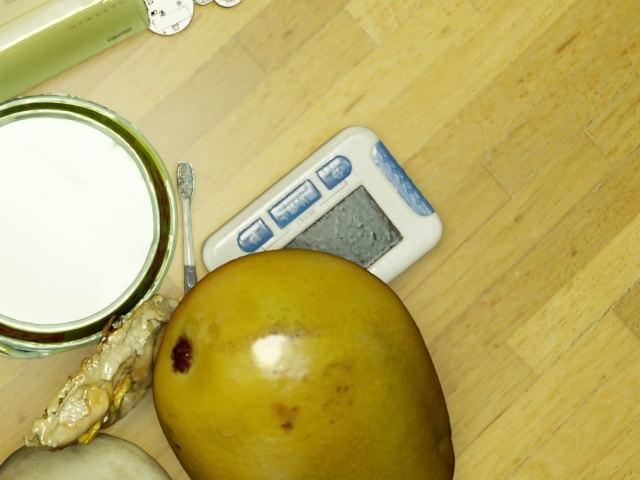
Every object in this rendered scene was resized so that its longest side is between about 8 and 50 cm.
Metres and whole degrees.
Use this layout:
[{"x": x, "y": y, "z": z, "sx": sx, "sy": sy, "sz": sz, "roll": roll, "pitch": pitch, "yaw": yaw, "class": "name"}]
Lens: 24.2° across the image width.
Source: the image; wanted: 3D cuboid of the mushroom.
[{"x": -0.258, "y": 0.332, "z": 1.653, "sx": 0.255, "sy": 0.255, "sz": 0.184, "roll": 46, "pitch": 117, "yaw": -7, "class": "mushroom"}]

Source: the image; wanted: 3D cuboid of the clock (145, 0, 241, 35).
[{"x": -0.154, "y": -0.292, "z": 1.747, "sx": 0.129, "sy": 0.041, "sz": 0.087, "roll": -18, "pitch": 97, "yaw": -5, "class": "clock"}]

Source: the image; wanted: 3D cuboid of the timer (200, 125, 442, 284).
[{"x": 0.000, "y": 0.000, "z": 1.757, "sx": 0.253, "sy": 0.078, "sz": 0.178, "roll": -38, "pitch": 99, "yaw": -5, "class": "timer"}]

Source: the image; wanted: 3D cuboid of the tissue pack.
[{"x": -0.327, "y": -0.267, "z": 1.658, "sx": 0.234, "sy": 0.125, "sz": 0.159, "roll": -30, "pitch": 72, "yaw": -8, "class": "tissue pack"}]

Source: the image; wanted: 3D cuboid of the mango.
[{"x": -0.004, "y": 0.193, "z": 1.641, "sx": 0.300, "sy": 0.232, "sz": 0.445, "roll": -36, "pitch": 132, "yaw": 1, "class": "mango"}]

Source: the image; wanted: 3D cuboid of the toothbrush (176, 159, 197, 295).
[{"x": -0.151, "y": 0.050, "z": 1.743, "sx": 0.024, "sy": 0.026, "sz": 0.288, "roll": -2, "pitch": 97, "yaw": -5, "class": "toothbrush"}]

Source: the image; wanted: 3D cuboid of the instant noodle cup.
[{"x": -0.299, "y": -0.017, "z": 1.632, "sx": 0.311, "sy": 0.221, "sz": 0.311, "roll": 0, "pitch": 90, "yaw": -9, "class": "instant noodle cup"}]

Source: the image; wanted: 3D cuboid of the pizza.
[{"x": -0.225, "y": 0.149, "z": 1.595, "sx": 0.071, "sy": 0.297, "sz": 0.189, "roll": 41, "pitch": 102, "yaw": 5, "class": "pizza"}]
